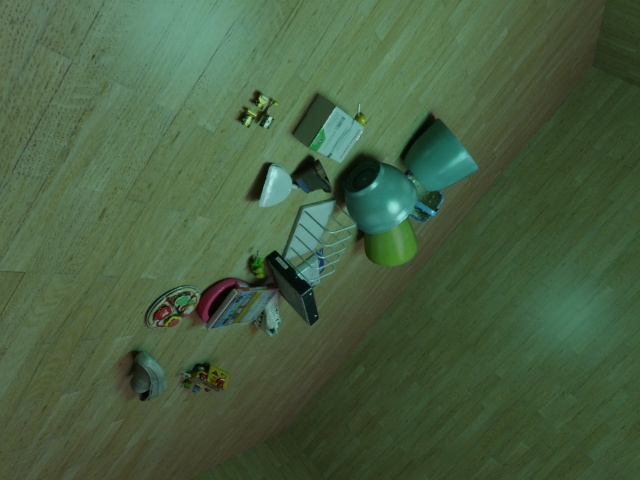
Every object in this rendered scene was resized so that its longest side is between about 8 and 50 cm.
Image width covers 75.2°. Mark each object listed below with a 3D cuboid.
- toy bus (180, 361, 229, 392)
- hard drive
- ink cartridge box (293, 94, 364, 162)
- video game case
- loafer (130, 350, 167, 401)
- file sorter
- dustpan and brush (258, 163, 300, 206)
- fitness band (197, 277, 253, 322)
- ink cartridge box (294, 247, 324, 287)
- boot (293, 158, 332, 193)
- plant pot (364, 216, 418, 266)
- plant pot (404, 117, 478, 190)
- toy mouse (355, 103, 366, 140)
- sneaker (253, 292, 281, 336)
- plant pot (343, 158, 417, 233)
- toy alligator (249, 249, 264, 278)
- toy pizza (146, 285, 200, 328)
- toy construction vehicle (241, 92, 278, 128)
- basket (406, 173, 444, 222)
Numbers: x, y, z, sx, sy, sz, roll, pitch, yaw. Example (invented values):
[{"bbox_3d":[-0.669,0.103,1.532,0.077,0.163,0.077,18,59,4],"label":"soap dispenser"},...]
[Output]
[{"bbox_3d":[-0.511,0.603,1.868,0.202,0.191,0.104,102,-3,-48],"label":"toy bus"},{"bbox_3d":[-0.115,0.212,1.765,0.064,0.237,0.339,-38,154,-16],"label":"hard drive"},{"bbox_3d":[0.032,-0.356,1.354,0.153,0.087,0.208,-54,152,14],"label":"ink cartridge box"},{"bbox_3d":[-0.306,0.265,1.673,0.204,0.025,0.285,-51,157,17],"label":"video game case"},{"bbox_3d":[-0.643,0.512,1.536,0.111,0.112,0.319,-39,155,-35],"label":"loafer"},{"bbox_3d":[0.000,0.000,1.712,0.193,0.173,0.277,-20,143,-44],"label":"file sorter"},{"bbox_3d":[-0.128,-0.183,1.407,0.211,0.060,0.147,0,116,-48],"label":"dustpan and brush"},{"bbox_3d":[-0.365,0.244,1.641,0.209,0.054,0.291,-45,156,1],"label":"fitness band"},{"bbox_3d":[-0.054,0.166,2.006,0.224,0.045,0.223,-38,152,-19],"label":"ink cartridge box"},{"bbox_3d":[-0.026,-0.215,1.511,0.106,0.082,0.219,-25,158,4],"label":"boot"},{"bbox_3d":[0.331,-0.068,2.052,0.275,0.275,0.293,-38,137,-19],"label":"plant pot"},{"bbox_3d":[0.526,-0.362,1.886,0.235,0.293,0.293,-38,157,19],"label":"plant pot"},{"bbox_3d":[0.115,-0.388,1.497,0.143,0.031,0.161,-45,154,-4],"label":"toy mouse"},{"bbox_3d":[-0.224,0.329,1.903,0.110,0.118,0.292,-25,145,-35],"label":"sneaker"},{"bbox_3d":[0.212,-0.202,1.672,0.293,0.293,0.196,-46,127,-1],"label":"plant pot"},{"bbox_3d":[-0.251,0.093,1.609,0.052,0.056,0.189,-1,145,0],"label":"toy alligator"},{"bbox_3d":[-0.505,0.241,1.450,0.201,0.032,0.201,-35,152,-22],"label":"toy pizza"},{"bbox_3d":[-0.167,-0.350,1.135,0.086,0.035,0.098,14,114,-49],"label":"toy construction vehicle"},{"bbox_3d":[0.479,-0.206,2.049,0.201,0.255,0.289,-57,163,16],"label":"basket"}]
